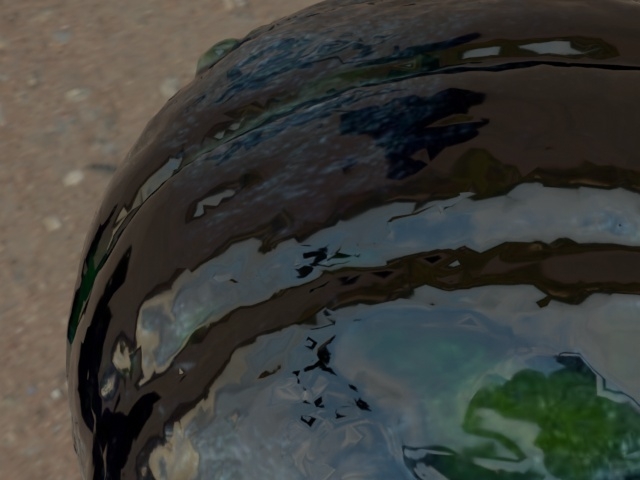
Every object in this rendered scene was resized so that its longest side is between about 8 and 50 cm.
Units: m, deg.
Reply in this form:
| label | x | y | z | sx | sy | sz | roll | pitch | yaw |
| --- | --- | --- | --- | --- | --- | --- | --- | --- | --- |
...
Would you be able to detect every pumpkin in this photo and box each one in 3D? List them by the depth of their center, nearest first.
| label | x | y | z | sx | sy | sz | roll | pitch | yaw |
| --- | --- | --- | --- | --- | --- | --- | --- | --- | --- |
| pumpkin | 0.061 | 0.092 | 0.649 | 0.266 | 0.363 | 0.363 | -11 | 100 | -2 |
